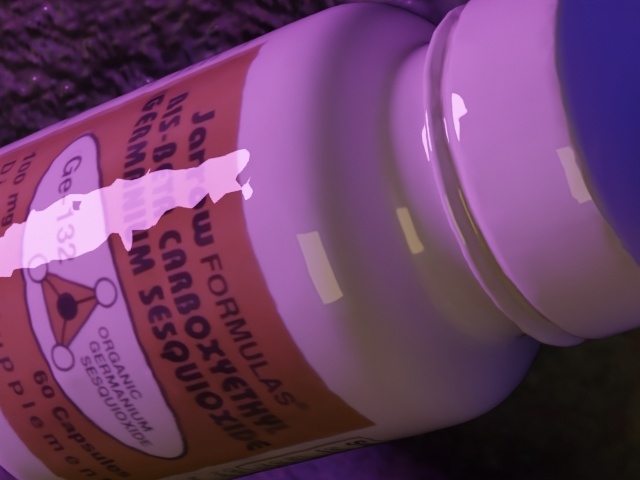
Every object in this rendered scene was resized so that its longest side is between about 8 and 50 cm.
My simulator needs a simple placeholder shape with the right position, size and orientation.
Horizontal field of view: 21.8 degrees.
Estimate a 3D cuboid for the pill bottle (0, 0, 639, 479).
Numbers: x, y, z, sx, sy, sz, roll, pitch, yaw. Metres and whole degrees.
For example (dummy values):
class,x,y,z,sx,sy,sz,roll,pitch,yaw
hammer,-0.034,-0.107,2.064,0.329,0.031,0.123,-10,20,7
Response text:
class,x,y,z,sx,sy,sz,roll,pitch,yaw
pill bottle,0.000,0.000,0.513,0.229,0.131,0.131,-19,102,34
